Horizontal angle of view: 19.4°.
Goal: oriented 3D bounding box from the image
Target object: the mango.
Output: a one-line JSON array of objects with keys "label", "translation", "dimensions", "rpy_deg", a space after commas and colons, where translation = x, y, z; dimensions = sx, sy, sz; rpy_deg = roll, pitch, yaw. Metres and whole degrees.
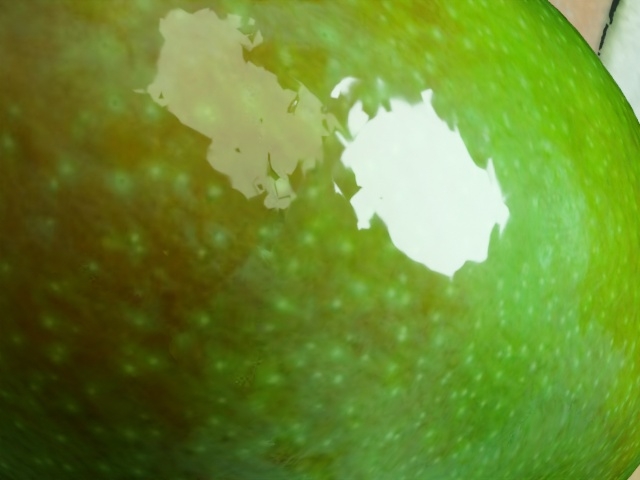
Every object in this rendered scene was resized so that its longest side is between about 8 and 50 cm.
[{"label": "mango", "translation": [0.000, 0.000, 0.595], "dimensions": [0.382, 0.201, 0.225], "rpy_deg": [29, 38, -45]}]
